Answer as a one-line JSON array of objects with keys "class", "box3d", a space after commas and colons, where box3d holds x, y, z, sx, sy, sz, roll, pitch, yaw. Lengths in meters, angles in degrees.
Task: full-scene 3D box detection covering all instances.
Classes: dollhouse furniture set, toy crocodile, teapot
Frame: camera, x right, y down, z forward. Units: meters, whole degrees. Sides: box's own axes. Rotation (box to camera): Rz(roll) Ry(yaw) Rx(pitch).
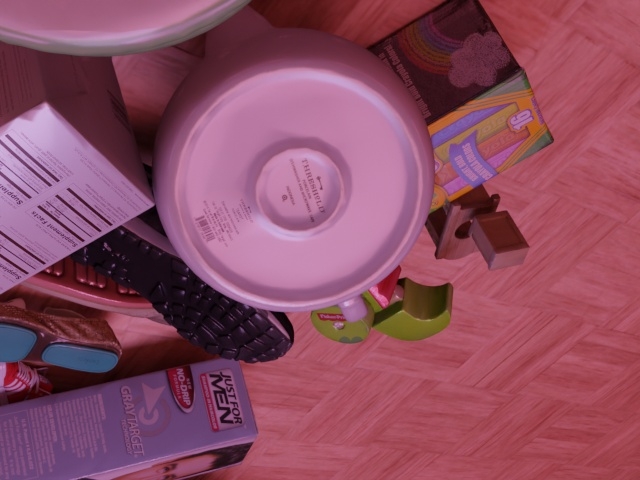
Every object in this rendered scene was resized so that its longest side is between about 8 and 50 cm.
[{"class": "dollhouse furniture set", "box3d": [0.109, -0.014, 1.075, 0.160, 0.182, 0.101, -10, 142, -18]}, {"class": "toy crocodile", "box3d": [0.000, 0.000, 1.016, 0.340, 0.115, 0.105, 41, 138, -20]}, {"class": "teapot", "box3d": [-0.026, -0.069, 0.849, 0.252, 0.187, 0.256, 19, 107, -14]}]

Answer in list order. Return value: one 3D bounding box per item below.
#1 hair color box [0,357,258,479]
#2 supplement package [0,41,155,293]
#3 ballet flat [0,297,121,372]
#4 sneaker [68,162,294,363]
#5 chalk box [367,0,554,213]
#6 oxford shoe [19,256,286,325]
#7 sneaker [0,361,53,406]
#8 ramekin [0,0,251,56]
[{"class": "hair color box", "box3d": [-0.281, 0.261, 1.234, 0.374, 0.114, 0.185, -11, 159, -16]}, {"class": "supplement package", "box3d": [-0.272, -0.082, 0.775, 0.203, 0.194, 0.149, -28, 143, 8]}, {"class": "ballet flat", "box3d": [-0.322, 0.102, 1.087, 0.206, 0.067, 0.073, 20, 125, -40]}, {"class": "sneaker", "box3d": [-0.126, -0.001, 0.918, 0.283, 0.124, 0.107, 38, 137, -17]}, {"class": "chalk box", "box3d": [0.102, -0.122, 0.980, 0.213, 0.132, 0.132, -29, 143, 10]}, {"class": "oxford shoe", "box3d": [-0.198, 0.035, 1.017, 0.396, 0.141, 0.146, 16, 146, -31]}, {"class": "sneaker", "box3d": [-0.358, 0.163, 1.165, 0.067, 0.042, 0.118, -5, 148, -17]}, {"class": "ramekin", "box3d": [-0.127, -0.242, 0.515, 0.303, 0.148, 0.304, -3, 108, -10]}]
